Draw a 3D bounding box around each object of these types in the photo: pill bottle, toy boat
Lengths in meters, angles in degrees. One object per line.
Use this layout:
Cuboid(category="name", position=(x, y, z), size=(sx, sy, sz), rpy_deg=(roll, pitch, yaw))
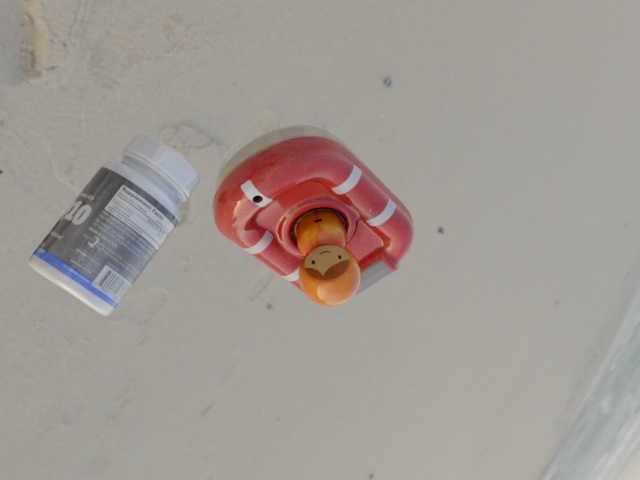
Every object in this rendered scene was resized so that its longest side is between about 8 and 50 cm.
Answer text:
Cuboid(category="pill bottle", position=(-0.163, -0.015, 0.569), size=(0.137, 0.078, 0.078), rpy_deg=(-56, 153, -15))
Cuboid(category="toy boat", position=(0.000, 0.000, 0.694), size=(0.151, 0.151, 0.231), rpy_deg=(-35, 131, 19))

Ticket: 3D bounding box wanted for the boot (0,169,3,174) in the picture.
Cuboid(category="boot", position=(-0.526, -0.030, 0.818), size=(0.131, 0.348, 0.260), rpy_deg=(45, 84, -17))
